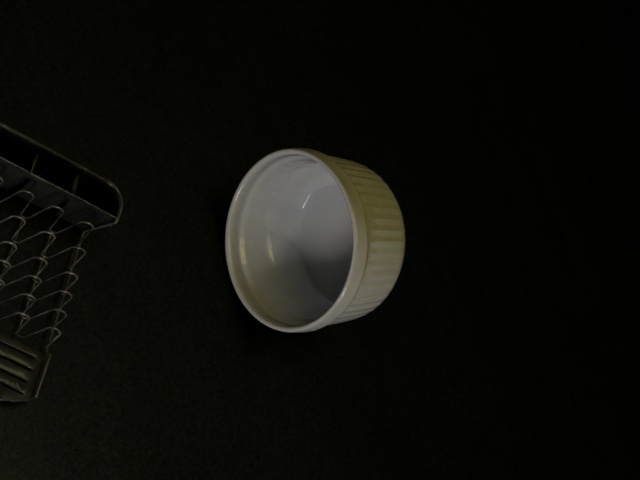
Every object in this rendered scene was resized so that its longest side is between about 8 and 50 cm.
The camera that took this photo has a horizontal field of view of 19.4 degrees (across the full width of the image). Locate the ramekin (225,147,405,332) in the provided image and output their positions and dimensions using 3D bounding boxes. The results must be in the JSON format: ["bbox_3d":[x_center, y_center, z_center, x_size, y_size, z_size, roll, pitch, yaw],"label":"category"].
[{"bbox_3d":[0.000,0.000,2.107,0.109,0.207,0.207,1,71,-47],"label":"ramekin"}]

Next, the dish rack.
[{"bbox_3d":[-0.336,0.024,1.933,0.208,0.074,0.271,28,58,-23],"label":"dish rack"}]
